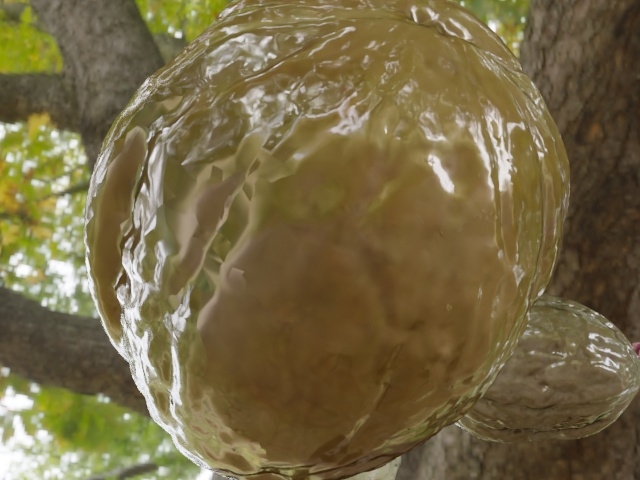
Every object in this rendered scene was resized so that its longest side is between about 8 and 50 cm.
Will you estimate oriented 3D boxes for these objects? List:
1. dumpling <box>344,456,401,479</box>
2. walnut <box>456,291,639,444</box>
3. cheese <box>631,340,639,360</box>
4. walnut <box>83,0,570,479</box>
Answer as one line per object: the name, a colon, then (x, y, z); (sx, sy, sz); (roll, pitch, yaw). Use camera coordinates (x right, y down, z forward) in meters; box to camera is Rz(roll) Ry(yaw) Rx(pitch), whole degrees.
dumpling: (0.035, 0.384, 1.998); (0.187, 0.318, 0.243); (1, 6, -30)
walnut: (0.232, 0.138, 1.160); (0.231, 0.178, 0.178); (2, -32, 6)
cheese: (0.464, 0.175, 1.592); (0.038, 0.145, 0.095); (42, -59, 11)
walnut: (0.000, 0.000, 0.688); (0.333, 0.332, 0.332); (2, -32, 1)
